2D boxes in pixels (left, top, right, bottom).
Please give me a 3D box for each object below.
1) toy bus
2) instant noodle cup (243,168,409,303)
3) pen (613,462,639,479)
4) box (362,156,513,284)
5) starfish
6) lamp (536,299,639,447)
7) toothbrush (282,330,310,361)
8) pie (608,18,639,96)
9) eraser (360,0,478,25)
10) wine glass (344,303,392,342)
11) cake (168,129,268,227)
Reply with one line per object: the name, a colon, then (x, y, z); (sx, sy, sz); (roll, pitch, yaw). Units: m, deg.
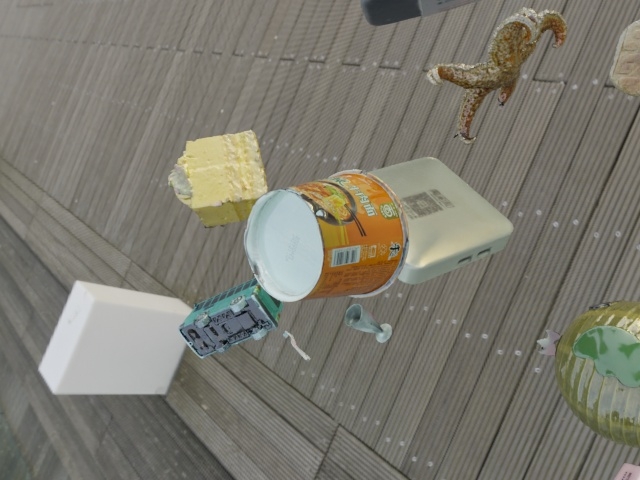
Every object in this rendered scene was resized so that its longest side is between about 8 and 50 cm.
toy bus: (-0.240, 0.206, 1.265); (0.256, 0.128, 0.147); (-24, 21, 20)
instant noodle cup: (0.000, 0.000, 0.764); (0.230, 0.182, 0.230); (9, 103, 41)
pen: (0.408, 0.402, 0.657); (0.197, 0.032, 0.053); (-42, 5, -24)
box: (0.274, -0.070, 1.264); (0.367, 0.373, 0.090); (54, 149, 35)
starfish: (0.349, -0.331, 0.936); (0.113, 0.312, 0.303); (56, 144, 22)
lamp: (0.523, 0.223, 0.822); (0.284, 0.250, 0.250); (15, 85, 55)
toothbrush: (-0.069, 0.294, 1.311); (0.022, 0.017, 0.204); (-53, 24, -6)
pie: (0.814, -0.450, 1.139); (0.195, 0.046, 0.195); (7, 99, 49)
eraser: (0.210, -0.293, 0.456); (0.352, 0.089, 0.061); (-9, 91, 15)
wine glass: (0.149, 0.255, 1.429); (0.073, 0.155, 0.073); (-30, 43, 33)
cake: (-0.308, -0.171, 1.407); (0.286, 0.227, 0.222); (-12, 75, -7)
